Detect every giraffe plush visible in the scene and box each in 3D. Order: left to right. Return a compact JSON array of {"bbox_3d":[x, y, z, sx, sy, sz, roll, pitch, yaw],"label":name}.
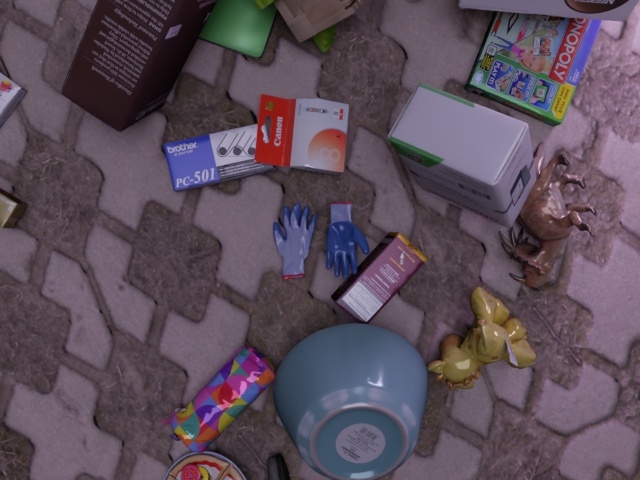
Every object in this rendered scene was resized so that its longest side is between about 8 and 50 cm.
[{"bbox_3d":[0.310,0.223,1.361,0.181,0.210,0.170,46,116,-7],"label":"giraffe plush"}]

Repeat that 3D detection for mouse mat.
[{"bbox_3d":[-0.186,-0.470,1.390,0.189,0.007,0.153,19,89,-5],"label":"mouse mat"}]

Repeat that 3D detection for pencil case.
[{"bbox_3d":[-0.194,0.312,1.345,0.236,0.104,0.104,-43,93,-4],"label":"pencil case"}]

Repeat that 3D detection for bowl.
[{"bbox_3d":[0.065,0.328,1.275,0.311,0.163,0.311,-1,113,-3],"label":"bowl"}]

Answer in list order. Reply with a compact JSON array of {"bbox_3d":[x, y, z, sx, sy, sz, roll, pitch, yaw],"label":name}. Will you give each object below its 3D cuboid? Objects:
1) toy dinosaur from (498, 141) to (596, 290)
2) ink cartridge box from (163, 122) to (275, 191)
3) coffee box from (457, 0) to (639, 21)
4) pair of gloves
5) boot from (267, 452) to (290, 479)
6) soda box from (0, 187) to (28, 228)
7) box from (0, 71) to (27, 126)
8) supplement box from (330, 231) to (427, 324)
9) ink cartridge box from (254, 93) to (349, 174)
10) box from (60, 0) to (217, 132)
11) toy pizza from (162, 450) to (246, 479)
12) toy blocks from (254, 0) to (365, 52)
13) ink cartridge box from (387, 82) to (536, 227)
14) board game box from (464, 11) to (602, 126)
[{"bbox_3d":[0.441,-0.057,1.387,0.200,0.127,0.296,-24,73,31],"label":"toy dinosaur"},{"bbox_3d":[-0.202,-0.166,1.369,0.207,0.046,0.097,-13,90,-4],"label":"ink cartridge box"},{"bbox_3d":[0.445,-0.644,1.227,0.337,0.334,0.338,4,66,-4],"label":"coffee box"},{"bbox_3d":[0.000,0.000,1.365,0.198,0.023,0.159,-3,82,14],"label":"pair of gloves"},{"bbox_3d":[-0.136,0.558,1.360,0.161,0.083,0.246,-4,89,2],"label":"boot"},{"bbox_3d":[-0.673,-0.094,1.326,0.181,0.061,0.058,31,89,-3],"label":"soda box"},{"bbox_3d":[-0.698,-0.265,1.337,0.145,0.038,0.186,35,89,-4],"label":"box"},{"bbox_3d":[0.114,0.077,1.363,0.081,0.104,0.188,43,88,-4],"label":"supplement box"},{"bbox_3d":[-0.035,-0.216,1.357,0.179,0.045,0.145,8,83,-20],"label":"ink cartridge box"},{"bbox_3d":[-0.297,-0.398,1.206,0.143,0.191,0.381,36,121,-4],"label":"box"},{"bbox_3d":[-0.231,0.520,1.343,0.201,0.032,0.201,-1,86,15],"label":"toy pizza"},{"bbox_3d":[-0.005,-0.549,1.222,0.381,0.261,0.191,53,45,-22],"label":"toy blocks"},{"bbox_3d":[0.272,-0.148,1.257,0.211,0.289,0.121,28,87,24],"label":"ink cartridge box"},{"bbox_3d":[0.458,-0.426,1.418,0.213,0.046,0.317,21,88,-3],"label":"board game box"}]
